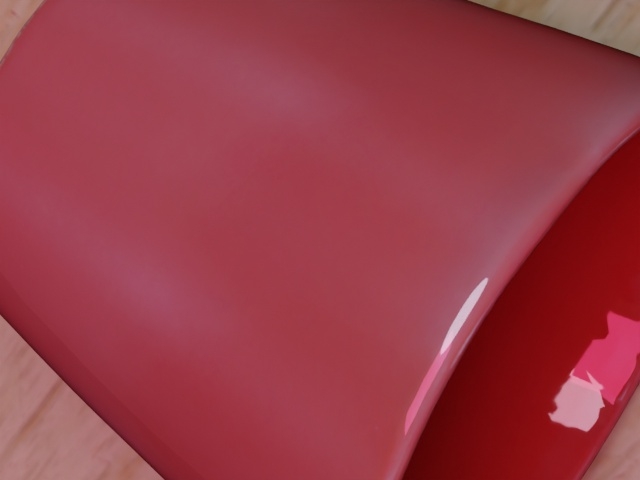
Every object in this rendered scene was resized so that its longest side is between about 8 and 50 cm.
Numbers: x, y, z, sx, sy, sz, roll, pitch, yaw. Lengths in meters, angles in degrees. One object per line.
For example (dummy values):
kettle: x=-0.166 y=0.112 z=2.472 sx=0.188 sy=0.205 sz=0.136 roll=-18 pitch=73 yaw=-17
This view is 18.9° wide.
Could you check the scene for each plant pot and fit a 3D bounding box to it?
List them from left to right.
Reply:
plant pot: x=0.000 y=0.000 z=0.805 sx=0.243 sy=0.275 sz=0.275 roll=32 pitch=113 yaw=22
